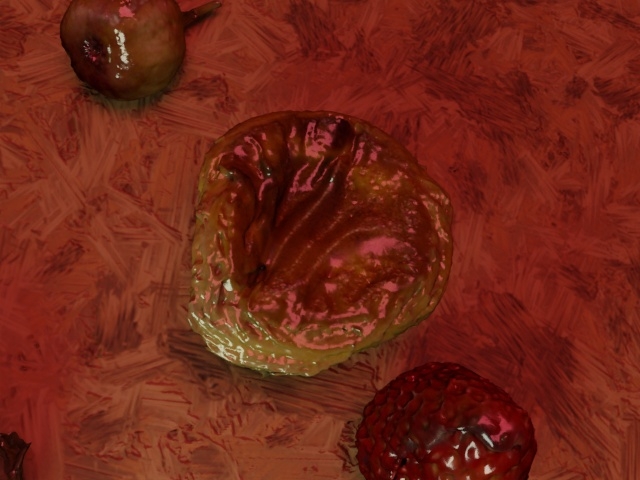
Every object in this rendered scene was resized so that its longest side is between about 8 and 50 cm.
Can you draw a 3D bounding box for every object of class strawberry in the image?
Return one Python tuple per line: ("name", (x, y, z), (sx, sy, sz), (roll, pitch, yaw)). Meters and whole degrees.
("strawberry", (0.145, 0.220, 0.773), (0.205, 0.244, 0.205), (4, 67, -9))

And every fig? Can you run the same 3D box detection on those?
("fig", (-0.231, -0.300, 1.004), (0.159, 0.159, 0.257), (43, 47, 9))

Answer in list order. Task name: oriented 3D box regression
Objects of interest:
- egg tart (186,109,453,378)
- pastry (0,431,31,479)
("egg tart", (0.000, 0.000, 0.893), (0.339, 0.153, 0.352), (-1, 66, -13))
("pastry", (-0.450, 0.279, 0.675), (0.329, 0.136, 0.330), (5, 64, -10))
